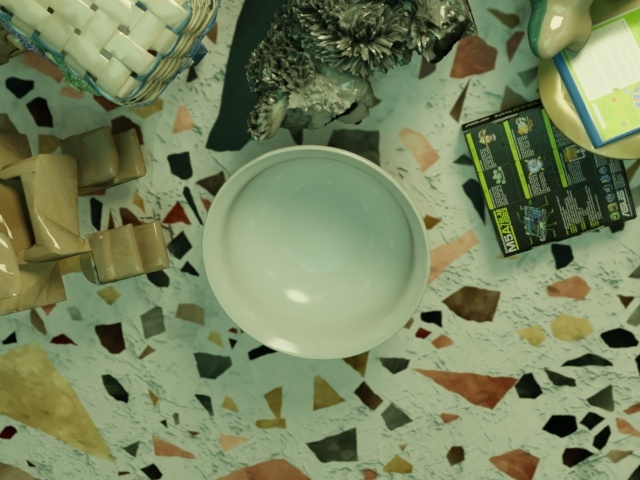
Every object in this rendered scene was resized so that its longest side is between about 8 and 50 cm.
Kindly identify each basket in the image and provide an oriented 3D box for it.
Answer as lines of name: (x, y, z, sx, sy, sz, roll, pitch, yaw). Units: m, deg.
basket: (-0.244, -0.281, 0.895, 0.254, 0.289, 0.201, 39, 107, -13)

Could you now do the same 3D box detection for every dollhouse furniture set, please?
dollhouse furniture set: (-0.428, -0.101, 0.972, 0.256, 0.362, 0.394, -14, 89, 22)

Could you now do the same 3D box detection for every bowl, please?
bowl: (0.000, 0.000, 1.069, 0.297, 0.134, 0.298, 3, 112, 7)

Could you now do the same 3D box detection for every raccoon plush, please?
raccoon plush: (-0.024, -0.328, 0.898, 0.299, 0.216, 0.446, -21, 112, 18)

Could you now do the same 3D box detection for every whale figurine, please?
whale figurine: (0.255, -0.348, 0.888, 0.141, 0.216, 0.272, 18, 121, 39)

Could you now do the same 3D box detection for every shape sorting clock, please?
shape sorting clock: (0.368, -0.197, 0.959, 0.206, 0.040, 0.206, -2, 81, 11)

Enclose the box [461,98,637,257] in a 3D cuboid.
box: (0.301, -0.091, 1.045, 0.184, 0.045, 0.191, -18, 108, 15)
